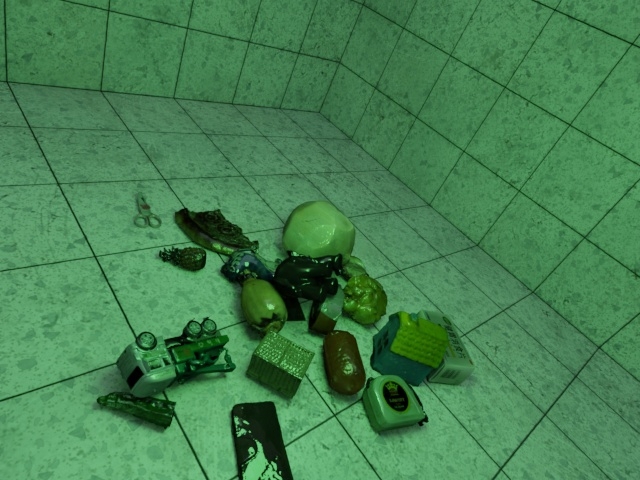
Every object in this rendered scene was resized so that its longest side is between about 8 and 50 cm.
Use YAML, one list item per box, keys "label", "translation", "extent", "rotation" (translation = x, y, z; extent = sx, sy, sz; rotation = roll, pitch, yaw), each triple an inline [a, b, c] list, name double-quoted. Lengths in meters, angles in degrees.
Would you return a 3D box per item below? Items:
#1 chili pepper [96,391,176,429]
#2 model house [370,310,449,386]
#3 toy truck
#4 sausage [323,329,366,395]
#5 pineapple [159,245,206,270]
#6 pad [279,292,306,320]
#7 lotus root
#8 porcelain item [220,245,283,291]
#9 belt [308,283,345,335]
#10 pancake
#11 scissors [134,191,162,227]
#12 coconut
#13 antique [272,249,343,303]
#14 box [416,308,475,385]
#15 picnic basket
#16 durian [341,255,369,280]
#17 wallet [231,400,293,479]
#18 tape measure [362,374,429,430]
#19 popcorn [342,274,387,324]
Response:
- label: "chili pepper"
  translation: [-0.551, 0.499, 1.254]
  extent: [0.226, 0.059, 0.088]
  rotation: [17, 28, -12]
- label: "model house"
  translation: [0.376, 0.436, 1.783]
  extent: [0.237, 0.303, 0.216]
  rotation: [22, 40, -8]
- label: "toy truck"
  translation: [-0.451, 0.376, 1.364]
  extent: [0.363, 0.176, 0.178]
  rotation: [2, 48, -50]
- label: "sausage"
  translation: [0.088, 0.475, 1.645]
  extent: [0.140, 0.153, 0.268]
  rotation: [-6, 40, -8]
- label: "pineapple"
  translation: [-0.590, 0.071, 1.799]
  extent: [0.197, 0.108, 0.108]
  rotation: [7, 35, -5]
- label: "pad"
  translation: [-0.156, 0.278, 1.887]
  extent: [0.142, 0.003, 0.211]
  rotation: [5, 38, -30]
- label: "lotus root"
  translation: [-0.248, 0.244, 1.707]
  extent: [0.182, 0.183, 0.310]
  rotation: [-5, 43, -39]
- label: "porcelain item"
  translation: [-0.288, 0.141, 1.867]
  extent: [0.287, 0.138, 0.186]
  rotation: [31, 40, 11]
- label: "belt"
  translation: [0.026, 0.285, 1.838]
  extent: [0.105, 0.184, 0.261]
  rotation: [22, 32, -8]
- label: "pancake"
  translation: [-0.492, -0.045, 2.048]
  extent: [0.426, 0.067, 0.304]
  rotation: [37, 32, 19]
- label: "scissors"
  translation: [-0.830, -0.146, 1.982]
  extent: [0.118, 0.031, 0.242]
  rotation: [-2, 46, -37]
- label: "coconut"
  translation: [0.000, 0.000, 2.082]
  extent: [0.346, 0.346, 0.360]
  rotation: [-10, 45, -43]
- label: "antique"
  translation: [-0.058, 0.139, 1.743]
  extent: [0.254, 0.185, 0.322]
  rotation: [1, 11, 23]
- label: "box"
  translation: [0.551, 0.489, 1.960]
  extent: [0.173, 0.145, 0.333]
  rotation: [15, 34, -21]
- label: "picnic basket"
  translation: [-0.148, 0.451, 1.516]
  extent: [0.196, 0.154, 0.134]
  rotation: [26, 38, 6]
- label: "durian"
  translation: [0.170, 0.164, 2.198]
  extent: [0.188, 0.091, 0.149]
  rotation: [17, 46, -20]
- label: "wallet"
  translation: [-0.184, 0.650, 1.316]
  extent: [0.165, 0.042, 0.310]
  rotation: [9, 37, -28]
- label: "tape measure"
  translation: [0.278, 0.619, 1.623]
  extent: [0.235, 0.115, 0.207]
  rotation: [8, 42, -32]
- label: "popcorn"
  translation: [0.191, 0.282, 1.969]
  extent: [0.265, 0.192, 0.233]
  rotation: [3, 69, -37]
